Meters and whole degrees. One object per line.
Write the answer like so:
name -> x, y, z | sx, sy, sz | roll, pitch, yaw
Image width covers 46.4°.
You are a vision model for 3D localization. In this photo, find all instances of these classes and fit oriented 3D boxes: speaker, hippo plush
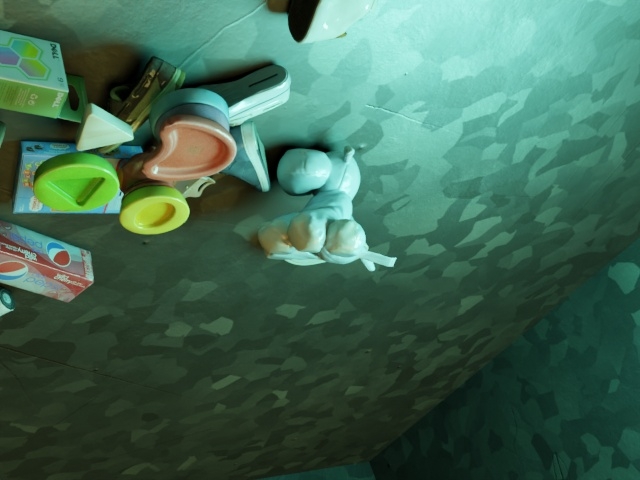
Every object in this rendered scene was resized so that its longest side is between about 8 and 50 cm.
speaker -> -0.729, 0.153, 1.602 | 0.136, 0.055, 0.055 | -26, 148, 7
hippo plush -> 0.022, -0.079, 1.509 | 0.295, 0.236, 0.234 | 7, 170, -18

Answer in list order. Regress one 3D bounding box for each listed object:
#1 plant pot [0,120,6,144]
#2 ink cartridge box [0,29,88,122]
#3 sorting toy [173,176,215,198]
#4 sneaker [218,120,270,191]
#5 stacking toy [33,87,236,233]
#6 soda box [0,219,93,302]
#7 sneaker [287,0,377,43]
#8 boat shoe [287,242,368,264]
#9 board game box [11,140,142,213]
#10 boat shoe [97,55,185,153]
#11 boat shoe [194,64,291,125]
plant pot -> -0.636, -0.102, 1.121 | 0.229, 0.263, 0.263 | 23, 130, -27
ink cartridge box -> -0.441, -0.249, 1.117 | 0.209, 0.108, 0.062 | 6, 140, -37
sorting toy -> -0.253, -0.112, 1.506 | 0.083, 0.044, 0.075 | -37, 153, 22
sneaker -> -0.187, -0.149, 1.453 | 0.164, 0.086, 0.226 | -13, 157, 2
stacking toy -> -0.309, -0.154, 1.229 | 0.280, 0.130, 0.309 | 11, 142, -39
soda box -> -0.585, 0.040, 1.491 | 0.092, 0.083, 0.263 | -35, 146, 20
sneaker -> 0.051, -0.429, 1.165 | 0.123, 0.105, 0.290 | -10, 156, -30
boat shoe -> 0.000, 0.000, 1.789 | 0.255, 0.079, 0.095 | -3, 141, -32
board game box -> -0.450, -0.113, 1.384 | 0.212, 0.039, 0.160 | -2, 143, -31
boat shoe -> -0.321, -0.232, 1.257 | 0.224, 0.080, 0.073 | -32, 122, 30
boat shoe -> -0.155, -0.237, 1.332 | 0.227, 0.083, 0.075 | -19, 147, -7
